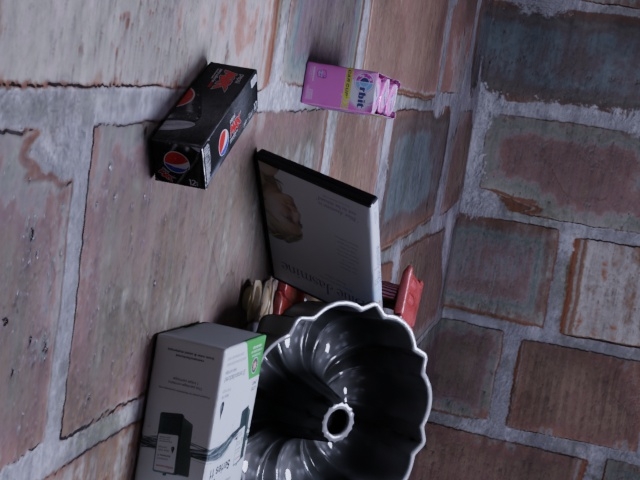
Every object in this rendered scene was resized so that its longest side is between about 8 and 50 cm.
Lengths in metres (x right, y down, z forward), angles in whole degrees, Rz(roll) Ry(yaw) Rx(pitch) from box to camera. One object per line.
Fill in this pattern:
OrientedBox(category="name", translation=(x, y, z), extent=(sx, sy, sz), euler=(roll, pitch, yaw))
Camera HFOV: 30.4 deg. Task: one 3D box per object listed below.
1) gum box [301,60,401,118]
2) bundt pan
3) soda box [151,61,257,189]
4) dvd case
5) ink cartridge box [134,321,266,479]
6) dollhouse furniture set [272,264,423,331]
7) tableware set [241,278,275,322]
OrientedBox(category="gum box", translation=(0.050, -0.222, 1.765), extent=(0.188, 0.107, 0.062), euler=(-12, 111, -76))
OrientedBox(category="bundt pan", translation=(-0.012, 0.229, 1.581), extent=(0.331, 0.124, 0.331), euler=(-8, 103, -36))
OrientedBox(category="soda box", translation=(-0.120, -0.125, 1.248), extent=(0.169, 0.060, 0.053), euler=(-64, 161, -50))
OrientedBox(category="dvd case", translation=(0.000, 0.000, 1.584), extent=(0.022, 0.180, 0.253), euler=(-51, 153, -32))
OrientedBox(category="ink cartridge box", translation=(-0.140, 0.209, 1.362), extent=(0.153, 0.087, 0.208), euler=(-10, 111, -75))
OrientedBox(category="dollhouse furniture set", translation=(0.062, 0.138, 1.888), extent=(0.374, 0.201, 0.152), euler=(52, 50, -71))
OrientedBox(category="tableware set", translation=(-0.092, 0.122, 1.635), extent=(0.168, 0.020, 0.141), euler=(7, 93, -76))
